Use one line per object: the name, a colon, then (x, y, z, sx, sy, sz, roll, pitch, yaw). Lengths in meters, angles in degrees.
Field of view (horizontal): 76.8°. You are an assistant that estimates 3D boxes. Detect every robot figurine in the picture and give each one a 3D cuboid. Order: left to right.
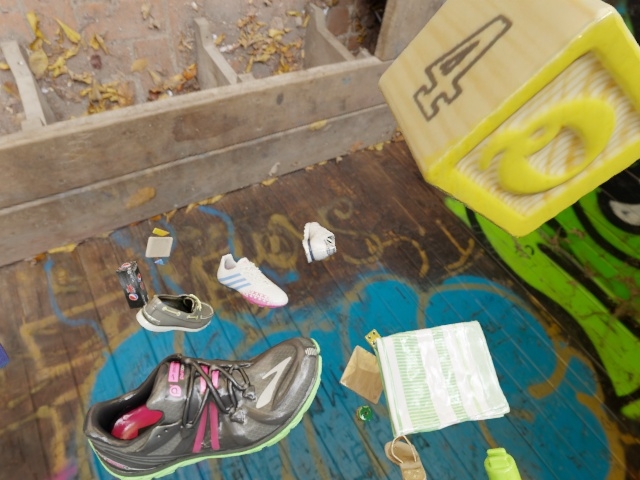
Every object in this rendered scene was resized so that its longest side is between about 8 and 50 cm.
robot figurine: (0.416, 0.535, 0.919, 0.067, 0.115, 0.101, -19, -174, 17)

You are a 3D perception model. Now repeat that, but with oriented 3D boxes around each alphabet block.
alphabet block: (0.210, -0.154, 0.451, 0.192, 0.197, 0.193, 21, 129, -32)

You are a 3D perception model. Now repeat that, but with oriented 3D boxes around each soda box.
soda box: (-0.660, 0.158, 1.424, 0.060, 0.053, 0.169, -6, 121, -4)

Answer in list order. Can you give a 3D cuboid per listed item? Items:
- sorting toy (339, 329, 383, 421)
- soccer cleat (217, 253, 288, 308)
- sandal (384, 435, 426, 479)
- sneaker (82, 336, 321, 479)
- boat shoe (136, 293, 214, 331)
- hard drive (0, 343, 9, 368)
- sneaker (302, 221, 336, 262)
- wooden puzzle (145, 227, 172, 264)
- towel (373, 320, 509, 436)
sorting toy: (0.143, 0.422, 1.290, 0.274, 0.132, 0.046, -59, 180, -31)
soccer cleat: (-0.269, 0.153, 1.568, 0.116, 0.331, 0.143, -21, 126, -59)
sandal: (0.236, 0.590, 1.134, 0.088, 0.079, 0.240, -8, -179, -5)
sneaker: (-0.221, 0.313, 0.781, 0.482, 0.185, 0.202, -23, 130, -4)
boat shoe: (-0.433, 0.223, 1.283, 0.091, 0.109, 0.305, -50, 157, 9)
hard drive: (-0.799, 0.220, 0.888, 0.040, 0.210, 0.318, -28, -172, -23)
sneaker: (0.000, 0.000, 1.290, 0.094, 0.235, 0.090, -16, 114, 6)
wooden puzzle: (-0.501, 0.019, 1.255, 0.078, 0.014, 0.116, 11, 105, -47)
towel: (0.308, 0.345, 1.035, 0.324, 0.248, 0.038, -4, 156, -17)
